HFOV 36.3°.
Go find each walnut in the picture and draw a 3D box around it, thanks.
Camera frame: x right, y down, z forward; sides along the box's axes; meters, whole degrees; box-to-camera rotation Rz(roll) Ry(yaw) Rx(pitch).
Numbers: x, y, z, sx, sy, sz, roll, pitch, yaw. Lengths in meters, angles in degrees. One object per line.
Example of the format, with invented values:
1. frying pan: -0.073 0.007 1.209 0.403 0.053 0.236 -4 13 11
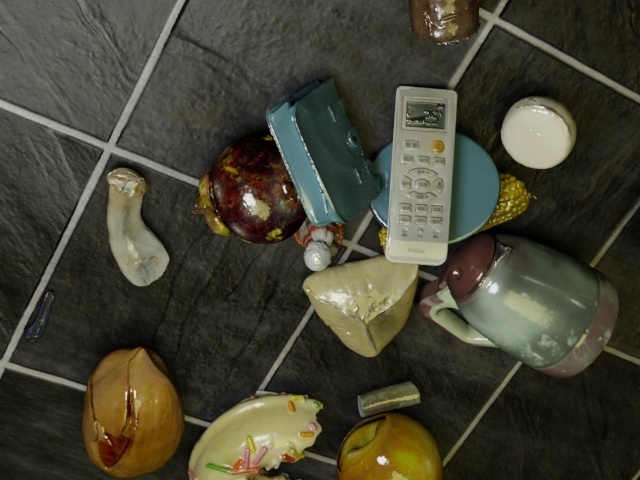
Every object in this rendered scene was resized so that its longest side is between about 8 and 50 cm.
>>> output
1. walnut: -0.358 0.320 1.873 0.203 0.203 0.298 4 118 -15

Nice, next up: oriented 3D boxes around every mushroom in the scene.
1. mushroom: -0.336 -0.028 1.733 0.092 0.081 0.223 -3 120 11

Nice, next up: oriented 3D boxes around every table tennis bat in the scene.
1. table tennis bat: 0.163 -0.099 1.779 0.329 0.044 0.215 3 92 2

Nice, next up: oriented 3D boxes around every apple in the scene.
1. apple: 0.141 0.470 2.052 0.237 0.237 0.207 -27 103 4

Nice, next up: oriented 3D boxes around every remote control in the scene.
1. remote control: 0.178 -0.114 1.738 0.109 0.055 0.313 4 87 -2

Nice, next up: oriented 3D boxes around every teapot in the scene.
1. teapot: 0.361 0.119 1.917 0.312 0.233 0.315 29 139 -19

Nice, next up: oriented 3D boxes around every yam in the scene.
1. yam: 0.194 -0.467 1.565 0.131 0.131 0.280 -11 120 -6
2. yam: 0.144 0.336 2.073 0.132 0.054 0.054 -15 122 -3

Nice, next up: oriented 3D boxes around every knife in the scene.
1. knife: -0.524 0.142 1.826 0.031 0.018 0.121 17 114 -23

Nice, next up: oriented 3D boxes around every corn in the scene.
1. corn: 0.257 -0.051 1.841 0.310 0.101 0.101 -20 122 1

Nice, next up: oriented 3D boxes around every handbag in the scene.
1. handbag: 0.015 -0.152 1.667 0.062 0.179 0.229 -10 110 39

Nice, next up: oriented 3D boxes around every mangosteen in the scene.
1. mangosteen: -0.126 -0.082 1.701 0.217 0.192 0.192 -12 128 32

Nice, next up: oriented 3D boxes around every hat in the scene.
1. hat: 0.000 0.000 1.775 0.093 0.162 0.112 -23 119 5

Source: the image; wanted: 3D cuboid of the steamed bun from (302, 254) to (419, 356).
1. steamed bun: 0.098 0.140 1.914 0.231 0.110 0.212 -15 123 -1

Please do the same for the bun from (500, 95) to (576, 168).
1. bun: 0.405 -0.207 1.786 0.138 0.094 0.138 16 127 22

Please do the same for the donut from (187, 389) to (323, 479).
1. donut: -0.122 0.495 2.048 0.307 0.150 0.371 -11 123 -6
